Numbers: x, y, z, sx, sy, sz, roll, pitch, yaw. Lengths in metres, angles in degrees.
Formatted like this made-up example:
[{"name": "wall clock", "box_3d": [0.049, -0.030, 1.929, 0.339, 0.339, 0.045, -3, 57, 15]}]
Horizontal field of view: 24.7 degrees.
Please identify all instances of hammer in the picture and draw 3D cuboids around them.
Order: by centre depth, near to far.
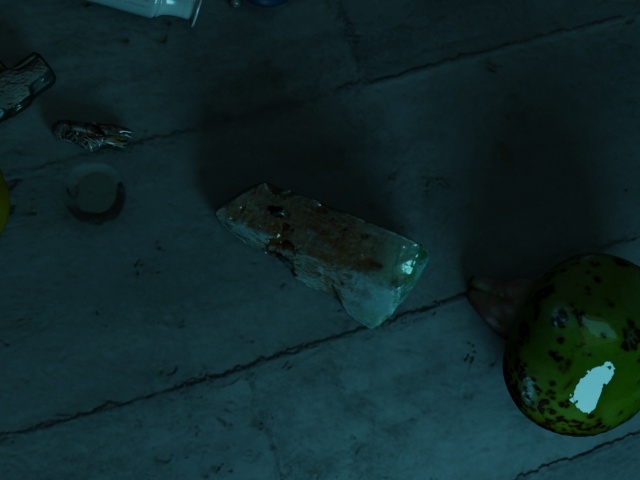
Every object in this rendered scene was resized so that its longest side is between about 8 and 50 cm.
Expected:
[{"name": "hammer", "box_3d": [-0.448, -0.281, 1.604, 0.111, 0.043, 0.365, -40, 91, -17]}]

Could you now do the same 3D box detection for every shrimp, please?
[{"name": "shrimp", "box_3d": [-0.252, -0.116, 1.631, 0.092, 0.038, 0.029, 0, 123, -17]}]

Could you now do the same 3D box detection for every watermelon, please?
[{"name": "watermelon", "box_3d": [0.000, 0.000, 1.646, 0.241, 0.154, 0.094, 27, 74, 3]}]

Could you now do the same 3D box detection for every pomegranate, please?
[{"name": "pomegranate", "box_3d": [0.273, 0.107, 1.679, 0.248, 0.214, 0.214, 24, 72, 23]}]

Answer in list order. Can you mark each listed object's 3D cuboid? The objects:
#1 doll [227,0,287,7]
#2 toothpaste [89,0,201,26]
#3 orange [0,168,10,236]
[{"name": "doll", "box_3d": [-0.082, -0.321, 1.690, 0.152, 0.085, 0.114, 17, 119, -3]}, {"name": "toothpaste", "box_3d": [-0.292, -0.311, 1.638, 0.323, 0.066, 0.100, 15, 55, -12]}, {"name": "orange", "box_3d": [-0.399, -0.040, 1.527, 0.157, 0.134, 0.156, 6, 77, -28]}]
